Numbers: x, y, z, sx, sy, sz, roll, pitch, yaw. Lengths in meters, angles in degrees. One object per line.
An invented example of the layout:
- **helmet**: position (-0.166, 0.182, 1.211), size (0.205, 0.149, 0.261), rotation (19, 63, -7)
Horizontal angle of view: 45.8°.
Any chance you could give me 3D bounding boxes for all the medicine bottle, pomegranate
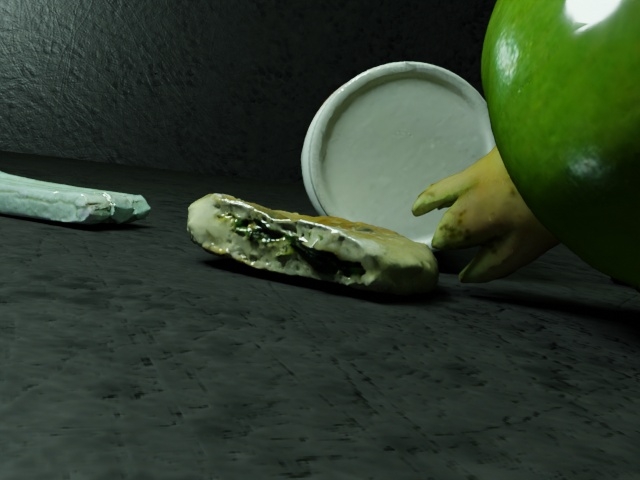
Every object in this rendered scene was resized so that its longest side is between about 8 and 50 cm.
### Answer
- **medicine bottle**: position (0.081, -0.096, 0.917), size (0.210, 0.211, 0.371), rotation (7, 5, -2)
- **pomegranate**: position (0.202, -0.110, 0.549), size (0.216, 0.358, 0.310), rotation (42, 34, -21)

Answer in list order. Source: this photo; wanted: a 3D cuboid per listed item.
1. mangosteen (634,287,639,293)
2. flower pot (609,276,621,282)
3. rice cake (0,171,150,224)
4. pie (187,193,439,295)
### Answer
- **mangosteen**: position (0.336, 0.003, 0.599), size (0.180, 0.166, 0.166), rotation (-19, 3, 8)
- **flower pot**: position (0.369, 0.011, 0.853), size (0.089, 0.111, 0.111), rotation (-7, 0, 23)
- **rice cake**: position (-0.299, -0.046, 0.801), size (0.211, 0.038, 0.124), rotation (10, 7, 20)
- **pie**: position (-0.001, 0.004, 0.643), size (0.218, 0.052, 0.185), rotation (12, 2, 25)
